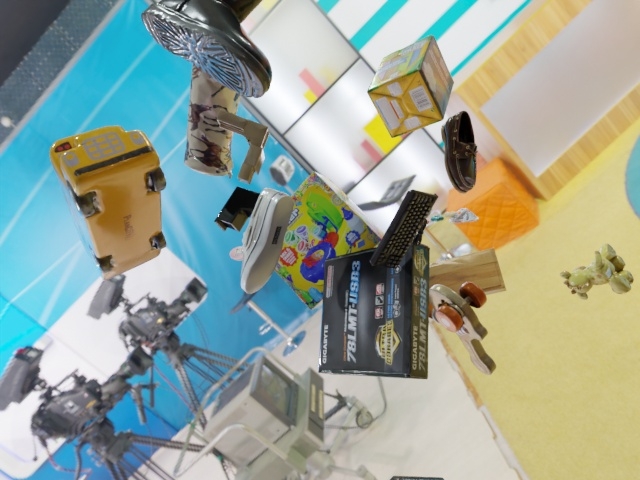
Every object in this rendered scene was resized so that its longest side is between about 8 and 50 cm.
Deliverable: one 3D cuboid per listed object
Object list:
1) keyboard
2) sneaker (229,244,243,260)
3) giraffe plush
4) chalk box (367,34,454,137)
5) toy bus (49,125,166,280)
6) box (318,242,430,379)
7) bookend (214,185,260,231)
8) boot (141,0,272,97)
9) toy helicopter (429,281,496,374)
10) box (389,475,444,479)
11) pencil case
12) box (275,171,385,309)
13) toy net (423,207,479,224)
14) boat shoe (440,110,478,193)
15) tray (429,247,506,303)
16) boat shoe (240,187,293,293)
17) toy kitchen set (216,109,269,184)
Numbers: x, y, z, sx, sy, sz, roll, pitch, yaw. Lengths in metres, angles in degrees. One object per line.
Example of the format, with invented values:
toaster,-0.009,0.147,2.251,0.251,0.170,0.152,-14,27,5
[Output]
keyboard,0.180,-0.018,0.908,0.023,0.108,0.180,51,125,42
sneaker,-0.253,0.033,1.458,0.134,0.070,0.051,1,69,26
giraffe plush,0.978,0.131,1.598,0.210,0.181,0.170,-7,-22,-38
chalk box,0.213,-0.362,1.016,0.132,0.132,0.213,-13,38,36
toy bus,-0.309,-0.052,0.665,0.108,0.130,0.333,-27,-15,-28
box,0.117,0.168,1.046,0.293,0.073,0.296,-14,65,47
bookend,-0.261,-0.093,1.563,0.157,0.072,0.156,18,69,29
boot,-0.139,-0.579,1.037,0.445,0.367,0.146,-51,-15,-16
toy helicopter,0.441,0.284,1.404,0.140,0.355,0.235,-39,18,-18
box,0.358,0.889,1.453,0.060,0.270,0.216,-55,36,19
pencil case,-0.352,-0.421,1.499,0.160,0.183,0.411,-106,26,-70
box,0.000,0.000,1.341,0.290,0.279,0.177,-47,-11,12
toy net,0.379,-0.082,1.406,0.232,0.045,0.122,5,20,44
boat shoe,0.341,-0.217,1.072,0.073,0.073,0.207,-34,56,51
tray,0.665,0.188,2.173,0.410,0.076,0.203,-17,63,22
boat shoe,-0.154,-0.002,1.119,0.096,0.088,0.268,-1,-67,-55
toy kitchen set,-0.122,-0.133,0.661,0.068,0.075,0.083,149,141,-86
